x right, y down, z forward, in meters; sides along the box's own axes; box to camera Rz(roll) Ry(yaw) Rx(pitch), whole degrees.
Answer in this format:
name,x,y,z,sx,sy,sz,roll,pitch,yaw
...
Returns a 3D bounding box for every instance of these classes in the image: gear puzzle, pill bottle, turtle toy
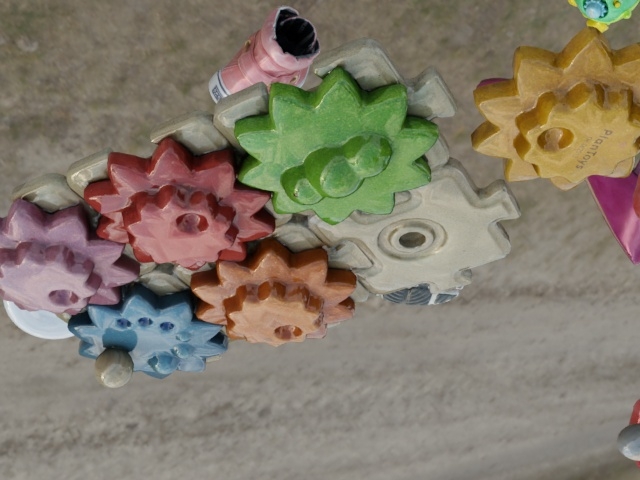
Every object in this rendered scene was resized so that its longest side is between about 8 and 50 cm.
name,x,y,z,sx,sy,sz,roll,pitch,yaw
gear puzzle,0.000,0.000,0.418,0.339,0.044,0.175,-19,139,22
pill bottle,-0.288,0.020,0.979,0.103,0.184,0.103,-7,116,-14
turtle toy,0.339,-0.321,1.105,0.095,0.130,0.066,-40,157,28

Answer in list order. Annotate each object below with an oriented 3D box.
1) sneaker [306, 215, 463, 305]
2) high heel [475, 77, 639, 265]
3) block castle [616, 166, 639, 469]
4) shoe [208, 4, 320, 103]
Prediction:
name,x,y,z,sx,sy,sz,roll,pitch,yaw
sneaker,0.063,-0.006,1.199,0.118,0.279,0.107,-60,168,-59
high heel,0.364,-0.118,1.370,0.127,0.377,0.181,25,95,-54
block castle,0.421,0.079,0.621,0.212,0.453,0.303,0,93,-30
shoe,-0.029,-0.168,0.801,0.081,0.063,0.178,-36,-170,31
